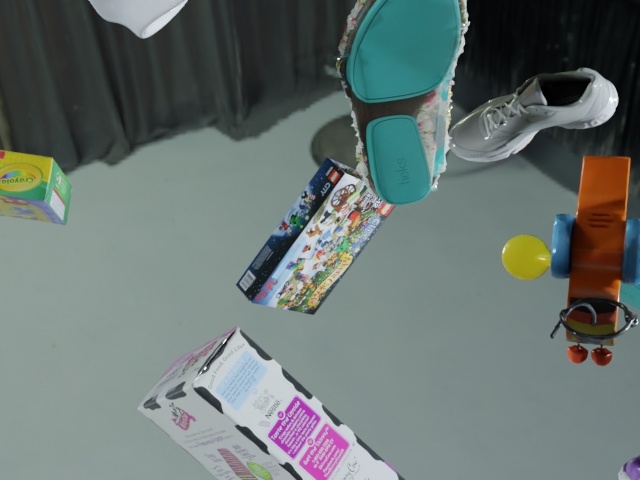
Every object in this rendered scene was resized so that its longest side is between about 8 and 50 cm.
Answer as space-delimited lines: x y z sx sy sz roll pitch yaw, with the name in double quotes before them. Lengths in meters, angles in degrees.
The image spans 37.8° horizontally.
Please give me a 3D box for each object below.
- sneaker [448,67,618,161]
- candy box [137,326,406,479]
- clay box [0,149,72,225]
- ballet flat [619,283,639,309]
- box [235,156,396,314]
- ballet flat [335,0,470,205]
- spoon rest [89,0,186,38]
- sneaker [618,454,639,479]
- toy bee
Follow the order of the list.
"sneaker" 0.306 -0.201 1.408 0.262 0.121 0.099 -20 69 22
"candy box" -0.040 0.193 0.855 0.233 0.159 0.071 43 59 -10
"clay box" -0.386 -0.065 0.987 0.221 0.127 0.053 7 79 -4
"ballet flat" 0.552 0.090 1.390 0.316 0.107 0.106 37 62 2
"box" 0.000 0.000 1.369 0.044 0.233 0.159 46 17 33
"ballet flat" 0.054 -0.120 0.669 0.091 0.241 0.077 -2 55 -2
"spoon rest" -0.151 -0.219 0.743 0.137 0.084 0.276 26 1 0
"sneaker" 0.447 0.254 1.121 0.236 0.105 0.095 -2 26 -43
"toy bee" 0.286 0.047 1.011 0.195 0.162 0.298 21 47 33
